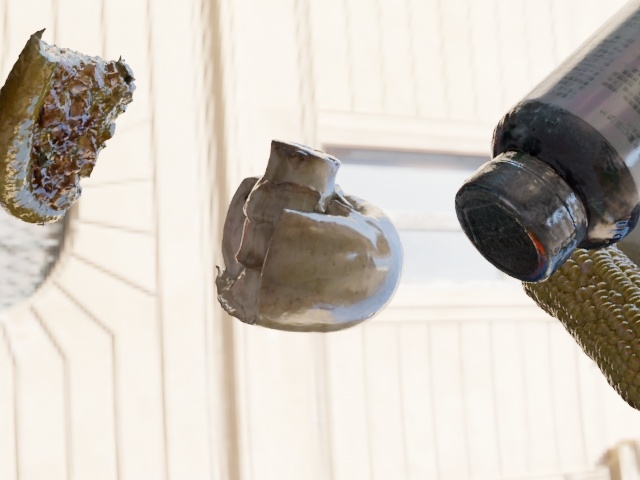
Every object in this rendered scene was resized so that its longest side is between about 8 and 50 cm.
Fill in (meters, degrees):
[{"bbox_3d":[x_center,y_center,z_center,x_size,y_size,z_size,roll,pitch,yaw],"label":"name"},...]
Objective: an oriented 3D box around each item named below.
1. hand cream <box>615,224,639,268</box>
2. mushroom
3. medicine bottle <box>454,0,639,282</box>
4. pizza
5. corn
[{"bbox_3d":[0.429,0.049,1.326,0.358,0.185,0.118,25,-29,53],"label":"hand cream"},{"bbox_3d":[0.000,0.000,1.541,0.253,0.189,0.195,-142,-114,-67],"label":"mushroom"},{"bbox_3d":[0.239,-0.092,1.166,0.141,0.293,0.141,38,-26,23],"label":"medicine bottle"},{"bbox_3d":[-0.252,-0.115,1.418,0.058,0.197,0.292,38,-35,16],"label":"pizza"},{"bbox_3d":[0.266,0.071,1.306,0.292,0.101,0.101,-116,-142,-61],"label":"corn"}]
